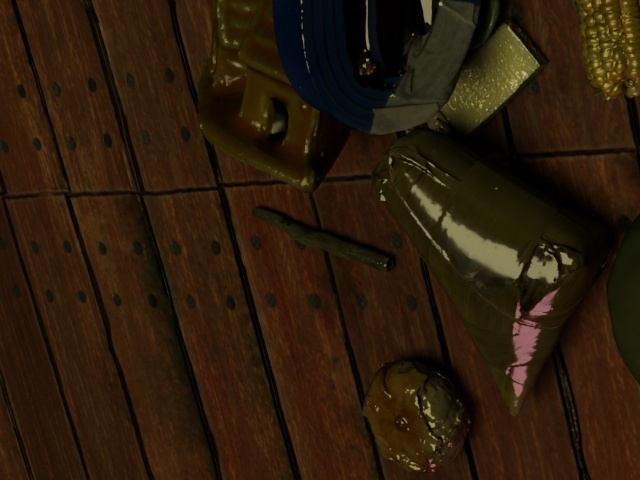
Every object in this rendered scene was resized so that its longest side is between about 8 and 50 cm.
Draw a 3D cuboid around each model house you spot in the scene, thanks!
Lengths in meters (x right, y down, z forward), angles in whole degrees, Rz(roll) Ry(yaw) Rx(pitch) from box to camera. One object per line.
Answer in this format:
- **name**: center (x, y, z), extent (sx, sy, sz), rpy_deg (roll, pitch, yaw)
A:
- **model house**: center (-0.055, -0.226, 1.829), extent (0.268, 0.173, 0.239), rpy_deg (28, 127, 27)

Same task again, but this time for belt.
- **belt**: center (0.061, -0.294, 1.645), extent (0.117, 0.212, 0.347), rpy_deg (-145, 56, -65)

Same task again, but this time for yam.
- **yam**: center (0.000, -0.001, 1.998), extent (0.234, 0.029, 0.027), rpy_deg (22, 96, 35)

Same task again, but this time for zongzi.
- **zongzi**: center (0.163, 0.042, 1.770), extent (0.274, 0.145, 0.300), rpy_deg (32, 133, 15)

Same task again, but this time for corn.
- **corn**: center (0.290, -0.288, 1.546), extent (0.101, 0.101, 0.292), rpy_deg (-8, 101, 44)

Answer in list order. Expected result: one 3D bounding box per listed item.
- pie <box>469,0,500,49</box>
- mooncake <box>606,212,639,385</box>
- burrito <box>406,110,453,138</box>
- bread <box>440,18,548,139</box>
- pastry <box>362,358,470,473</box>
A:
- **pie**: center (0.171, -0.255, 1.704), extent (0.085, 0.017, 0.085), rpy_deg (5, 97, 55)
- **mooncake**: center (0.450, 0.065, 1.467), extent (0.351, 0.187, 0.351), rpy_deg (30, 146, 23)
- **burrito**: center (0.147, -0.074, 1.814), extent (0.051, 0.042, 0.171), rpy_deg (-14, 105, 27)
- **bread**: center (0.189, -0.181, 1.732), extent (0.068, 0.028, 0.154), rpy_deg (53, 134, 10)
- **pastry**: center (0.121, 0.223, 1.955), extent (0.153, 0.081, 0.153), rpy_deg (32, 136, 36)
